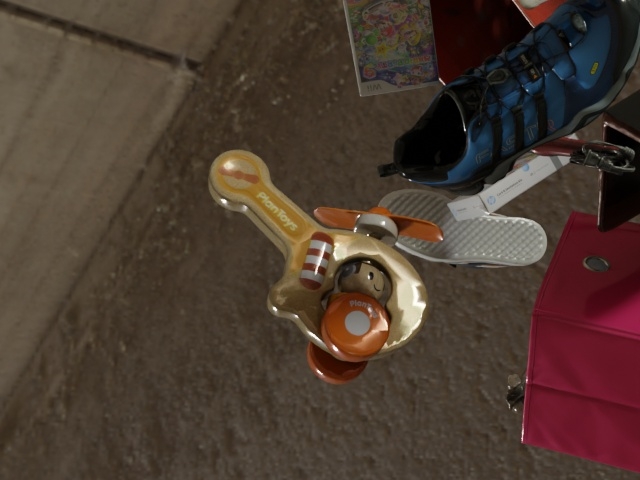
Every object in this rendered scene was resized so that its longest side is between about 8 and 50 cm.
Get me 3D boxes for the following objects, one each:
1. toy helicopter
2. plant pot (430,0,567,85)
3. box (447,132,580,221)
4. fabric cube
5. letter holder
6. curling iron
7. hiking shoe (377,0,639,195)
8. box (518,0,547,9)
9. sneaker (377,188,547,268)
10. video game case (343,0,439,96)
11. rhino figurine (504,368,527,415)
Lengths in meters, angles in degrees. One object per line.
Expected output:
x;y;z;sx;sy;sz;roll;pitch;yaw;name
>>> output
0.000;0.000;1.237;0.355;0.235;0.140;43;156;10;toy helicopter
0.327;-0.388;1.555;0.236;0.267;0.267;-52;21;-22;plant pot
0.303;-0.096;1.460;0.038;0.186;0.145;58;169;-3;box
0.442;0.146;1.300;0.258;0.254;0.259;12;130;22;fabric cube
0.504;-0.111;1.158;0.152;0.301;0.214;42;154;39;letter holder
0.258;-0.122;1.124;0.274;0.068;0.035;24;102;50;curling iron
0.199;-0.144;0.956;0.304;0.132;0.113;-47;62;36;hiking shoe
0.210;-0.294;0.766;0.126;0.149;0.232;-30;8;5;box
0.248;-0.011;1.741;0.127;0.321;0.126;161;122;-79;sneaker
0.075;-0.212;0.975;0.011;0.087;0.122;-88;-12;-54;video game case
0.445;0.250;1.771;0.073;0.243;0.106;48;153;29;rhino figurine
